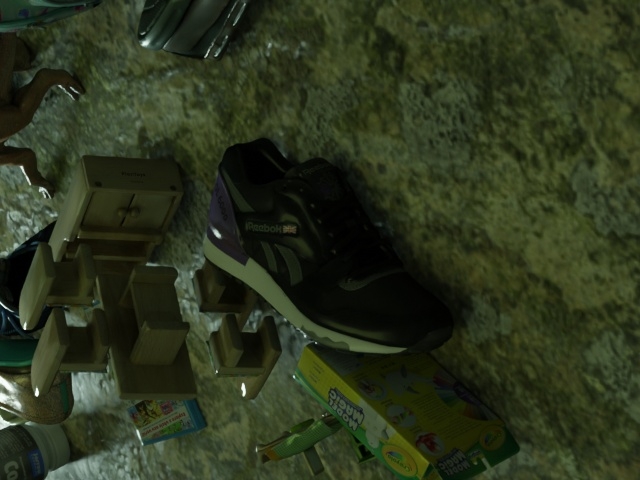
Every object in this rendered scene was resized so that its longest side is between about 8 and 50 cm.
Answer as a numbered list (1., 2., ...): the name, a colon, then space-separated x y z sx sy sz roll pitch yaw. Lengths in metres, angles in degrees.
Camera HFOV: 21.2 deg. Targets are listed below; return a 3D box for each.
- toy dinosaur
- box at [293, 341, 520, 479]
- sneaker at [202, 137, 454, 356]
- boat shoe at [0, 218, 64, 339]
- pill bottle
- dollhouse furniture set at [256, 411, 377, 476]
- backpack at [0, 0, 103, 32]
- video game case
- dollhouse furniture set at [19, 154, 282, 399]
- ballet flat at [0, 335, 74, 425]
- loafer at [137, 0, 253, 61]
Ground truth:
1. toy dinosaur: -0.371 -0.112 1.763 0.127 0.200 0.295 50 139 19
2. box: 0.075 0.143 1.452 0.179 0.105 0.043 41 129 29
3. sneaker: 0.000 0.000 1.472 0.283 0.107 0.124 28 123 38
4. boat shoe: -0.326 0.037 1.878 0.109 0.089 0.258 57 141 11
5. pill bottle: -0.368 0.261 2.004 0.078 0.137 0.078 27 128 40
6. dollhouse furniture set: 0.011 0.182 1.508 0.076 0.152 0.058 -26 86 24
7. backpack: -0.292 -0.276 1.596 0.144 0.188 0.165 6 112 48
8. video game case: -0.190 0.134 1.830 0.119 0.015 0.166 -22 92 51
9. dollhouse furniture set: -0.184 0.063 1.638 0.161 0.212 0.242 119 145 -44
10. ballet flat: -0.400 0.165 2.023 0.316 0.107 0.106 9 122 48
11. loafer: -0.066 -0.240 1.456 0.267 0.084 0.096 -39 36 50
